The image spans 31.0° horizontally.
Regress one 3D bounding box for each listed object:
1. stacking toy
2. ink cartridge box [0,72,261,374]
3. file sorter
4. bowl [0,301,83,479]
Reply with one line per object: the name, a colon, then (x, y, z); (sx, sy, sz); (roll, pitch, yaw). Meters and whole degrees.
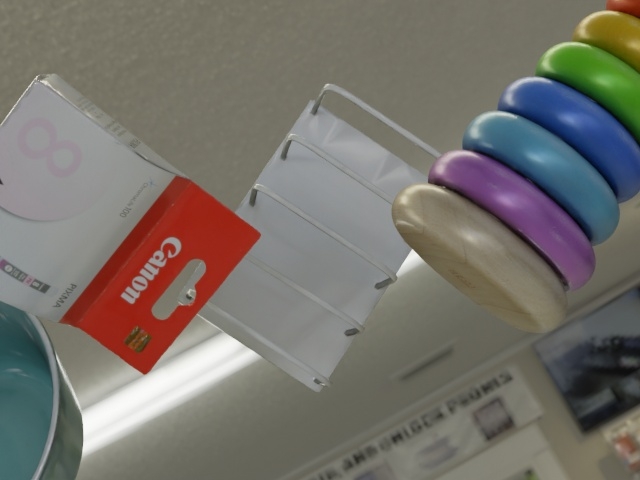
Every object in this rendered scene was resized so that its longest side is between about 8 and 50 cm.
stacking toy: (0.200, -0.101, 0.801); (0.330, 0.141, 0.141); (-51, -18, -7)
ink cartridge box: (-0.200, -0.004, 1.009); (0.189, 0.232, 0.066); (-50, 4, 17)
file sorter: (0.000, 0.000, 1.243); (0.277, 0.193, 0.173); (-57, 2, -7)
bowl: (-0.370, 0.207, 1.189); (0.312, 0.311, 0.163); (-31, -30, 3)
